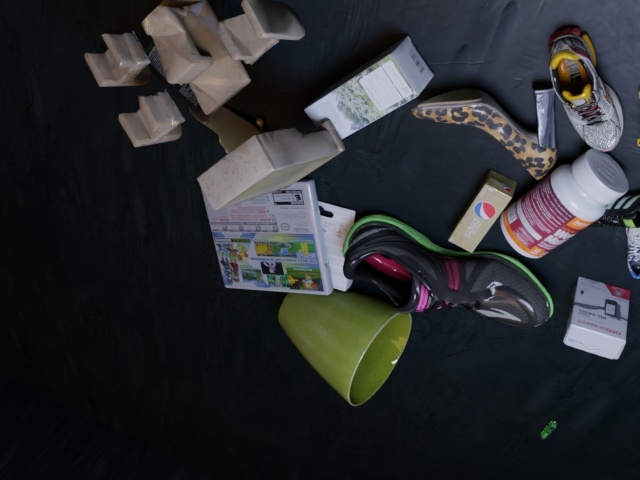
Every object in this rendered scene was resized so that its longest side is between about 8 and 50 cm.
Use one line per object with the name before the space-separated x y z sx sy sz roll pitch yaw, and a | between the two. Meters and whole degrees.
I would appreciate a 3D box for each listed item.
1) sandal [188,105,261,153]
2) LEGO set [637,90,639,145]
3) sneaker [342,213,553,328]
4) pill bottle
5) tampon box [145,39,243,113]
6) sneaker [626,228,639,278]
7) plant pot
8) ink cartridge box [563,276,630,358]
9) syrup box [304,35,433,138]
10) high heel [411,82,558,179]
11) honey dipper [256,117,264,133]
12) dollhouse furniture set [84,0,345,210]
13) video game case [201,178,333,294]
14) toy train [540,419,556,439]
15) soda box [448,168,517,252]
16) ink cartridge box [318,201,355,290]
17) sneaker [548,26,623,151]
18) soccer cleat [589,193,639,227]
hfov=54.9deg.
sandal | -0.202 -0.248 1.435 0.240 0.088 0.079 42 180 7
LEGO set | 0.577 -0.246 0.954 0.107 0.132 0.287 4 109 6
sneaker | 0.267 0.106 1.380 0.482 0.202 0.185 18 136 15
pill bottle | 0.458 -0.068 1.170 0.121 0.121 0.221 37 138 -5
tampon box | -0.272 -0.378 1.306 0.161 0.120 0.101 43 135 -12
sneaker | 0.623 0.018 1.200 0.052 0.058 0.135 0 128 30
plant pot | 0.043 0.234 1.618 0.293 0.275 0.275 30 140 28
ink cartridge box | 0.578 0.159 1.287 0.109 0.150 0.063 16 135 16
syrup box | 0.090 -0.286 1.199 0.237 0.096 0.093 -22 112 43
high heel | 0.308 -0.190 1.160 0.261 0.093 0.186 -1 123 20
honey dipper | -0.134 -0.214 1.445 0.030 0.030 0.161 13 133 20
dollhouse furniture set | -0.163 -0.287 1.155 0.362 0.256 0.394 -30 88 32
video game case | -0.138 -0.009 1.577 0.329 0.036 0.300 1 113 28
toy train | 0.624 0.521 1.687 0.017 0.024 0.083 22 136 10
soda box | 0.337 -0.059 1.294 0.061 0.058 0.181 28 137 4
ink cartridge box | 0.000 0.000 1.564 0.189 0.066 0.232 16 116 17
sneaker | 0.440 -0.240 1.042 0.088 0.093 0.225 -19 118 40
soccer cleat | 0.566 -0.051 1.155 0.179 0.072 0.060 -13 121 42
